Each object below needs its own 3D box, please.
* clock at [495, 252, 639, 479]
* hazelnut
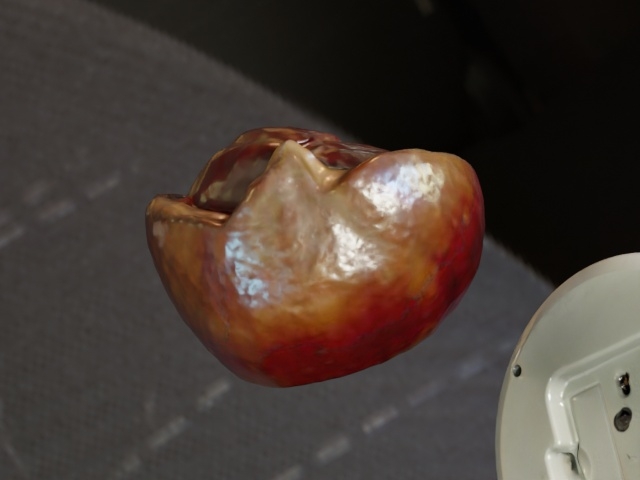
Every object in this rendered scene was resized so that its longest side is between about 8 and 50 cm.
[{"bbox_3d":[0.208,0.122,1.168,0.083,0.230,0.230,7,-2,-38],"label":"clock"},{"bbox_3d":[0.002,0.001,1.168,0.202,0.160,0.170,-25,3,8],"label":"hazelnut"}]
